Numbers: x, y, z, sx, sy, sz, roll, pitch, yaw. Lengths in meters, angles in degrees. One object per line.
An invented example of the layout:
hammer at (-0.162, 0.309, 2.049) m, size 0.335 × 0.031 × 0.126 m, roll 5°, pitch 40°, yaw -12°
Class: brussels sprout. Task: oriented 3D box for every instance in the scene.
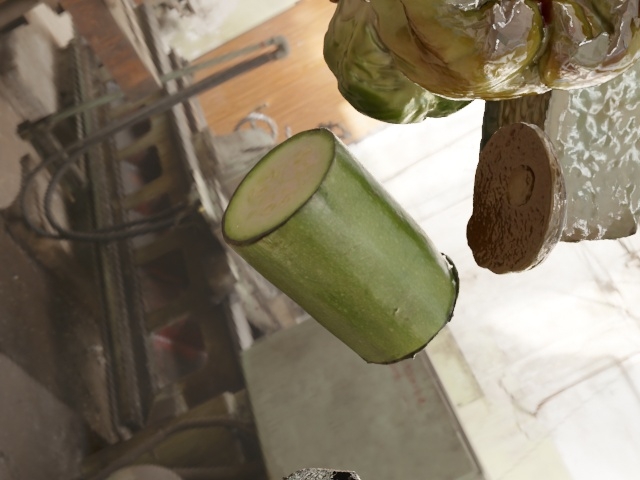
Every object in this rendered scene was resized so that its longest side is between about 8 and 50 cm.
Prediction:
brussels sprout at (0.141, -0.334, 1.450) m, size 0.317 × 0.274 × 0.242 m, roll 41°, pitch 50°, yaw -31°

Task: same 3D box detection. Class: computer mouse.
computer mouse at (0.005, 0.437, 1.451) m, size 0.099 × 0.172 × 0.057 m, roll -33°, pitch 115°, yaw -46°

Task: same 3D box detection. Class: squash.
squash at (0.044, 0.017, 1.489) m, size 0.384 × 0.263 × 0.263 m, roll 43°, pitch 13°, yaw -31°

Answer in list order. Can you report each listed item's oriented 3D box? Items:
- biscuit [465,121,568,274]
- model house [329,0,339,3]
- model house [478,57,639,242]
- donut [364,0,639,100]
biscuit at (0.270, -0.054, 1.144) m, size 0.181 × 0.049 × 0.208 m, roll 15°, pitch -81°, yaw 64°
model house at (0.118, -0.505, 1.643) m, size 0.190 × 0.301 × 0.271 m, roll 8°, pitch -63°, yaw 58°
model house at (0.530, -0.233, 1.679) m, size 0.400 × 0.446 × 0.394 m, roll -142°, pitch -130°, yaw -70°
donut at (0.184, -0.303, 0.808) m, size 0.170 × 0.360 × 0.360 m, roll 13°, pitch -45°, yaw 62°
